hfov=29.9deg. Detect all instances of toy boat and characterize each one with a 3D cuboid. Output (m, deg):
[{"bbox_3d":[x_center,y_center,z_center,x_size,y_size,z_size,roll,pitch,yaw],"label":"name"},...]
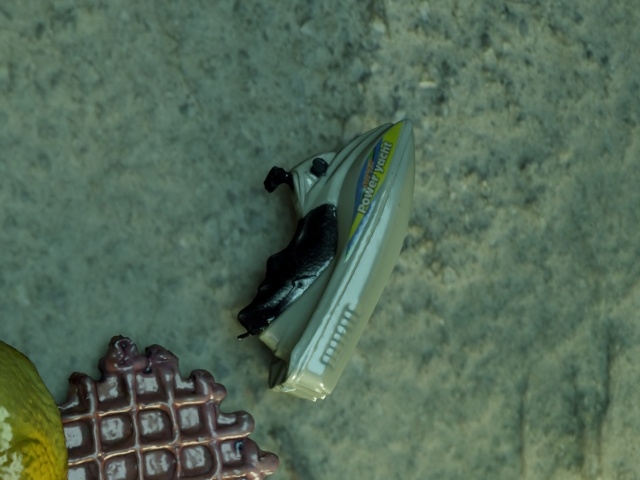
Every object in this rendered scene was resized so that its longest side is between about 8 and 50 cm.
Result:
[{"bbox_3d":[0.004,0.007,1.079,0.140,0.141,0.269,17,76,-21],"label":"toy boat"}]

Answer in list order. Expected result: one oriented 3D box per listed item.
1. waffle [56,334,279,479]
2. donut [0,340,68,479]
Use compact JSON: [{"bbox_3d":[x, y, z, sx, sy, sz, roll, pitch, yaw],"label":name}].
[{"bbox_3d":[-0.158,0.212,1.025,0.221,0.055,0.234,43,73,-12],"label":"waffle"},{"bbox_3d":[-0.277,0.179,0.934,0.152,0.101,0.259,2,79,-5],"label":"donut"}]
